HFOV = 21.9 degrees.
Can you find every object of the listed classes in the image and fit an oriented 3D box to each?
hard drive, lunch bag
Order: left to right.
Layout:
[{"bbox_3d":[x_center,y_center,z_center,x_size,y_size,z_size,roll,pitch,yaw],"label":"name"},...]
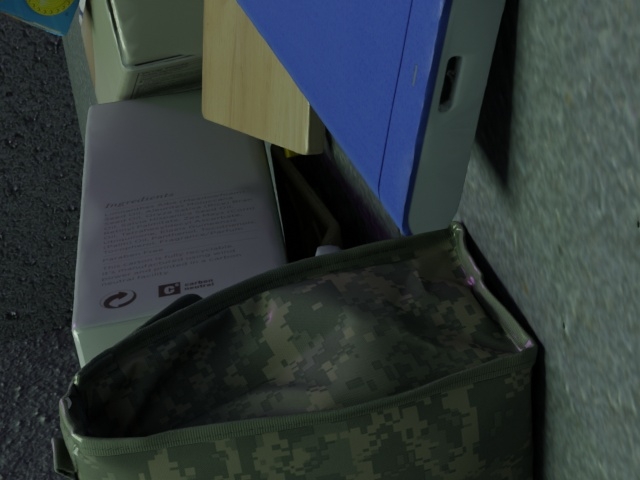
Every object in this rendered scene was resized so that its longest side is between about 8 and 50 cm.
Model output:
[{"bbox_3d":[-0.019,0.147,1.055,0.169,0.287,0.235,-119,17,-50],"label":"lunch bag"},{"bbox_3d":[0.008,-0.183,0.984,0.318,0.040,0.210,-123,31,-41],"label":"hard drive"}]

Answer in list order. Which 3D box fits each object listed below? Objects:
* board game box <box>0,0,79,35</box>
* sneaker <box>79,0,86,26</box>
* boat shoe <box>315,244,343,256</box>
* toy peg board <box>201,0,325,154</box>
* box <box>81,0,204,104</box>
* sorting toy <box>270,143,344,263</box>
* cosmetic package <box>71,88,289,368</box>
[{"bbox_3d":[-0.318,-0.380,1.497,0.086,0.302,0.308,24,95,48],"label":"board game box"},{"bbox_3d":[-0.191,-0.351,1.726,0.315,0.127,0.182,120,138,-64],"label":"sneaker"},{"bbox_3d":[0.035,0.078,1.258,0.226,0.076,0.083,83,-168,-58],"label":"boat shoe"},{"bbox_3d":[-0.014,-0.156,1.183,0.160,0.079,0.161,23,116,56],"label":"toy peg board"},{"bbox_3d":[-0.145,-0.200,1.593,0.311,0.148,0.121,148,108,-76],"label":"box"},{"bbox_3d":[0.000,0.000,1.424,0.229,0.041,0.307,-117,17,-63],"label":"sorting toy"},{"bbox_3d":[-0.102,0.053,1.390,0.453,0.161,0.230,-104,5,-64],"label":"cosmetic package"}]
